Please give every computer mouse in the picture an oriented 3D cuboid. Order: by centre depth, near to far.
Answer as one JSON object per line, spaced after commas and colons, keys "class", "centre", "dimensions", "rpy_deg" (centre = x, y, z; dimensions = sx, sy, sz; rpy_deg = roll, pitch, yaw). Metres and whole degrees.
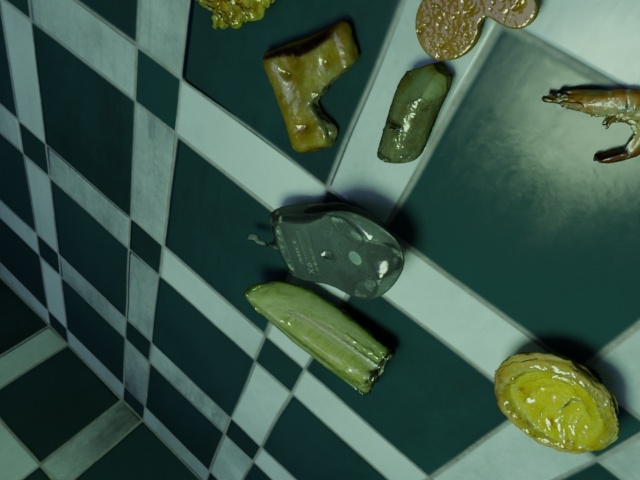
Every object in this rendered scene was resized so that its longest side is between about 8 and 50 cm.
{"class": "computer mouse", "centre": [0.000, 0.000, 0.889], "dimensions": [0.379, 0.090, 0.167], "rpy_deg": [8, 122, 43]}

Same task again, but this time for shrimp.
{"class": "shrimp", "centre": [0.318, -0.138, 0.572], "dimensions": [0.127, 0.025, 0.091], "rpy_deg": [23, 132, 23]}

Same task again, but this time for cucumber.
{"class": "cucumber", "centre": [-0.004, 0.178, 1.002], "dimensions": [0.325, 0.105, 0.145], "rpy_deg": [30, 160, 21]}

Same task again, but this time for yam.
{"class": "yam", "centre": [0.126, -0.173, 0.678], "dimensions": [0.069, 0.069, 0.146], "rpy_deg": [33, 135, 19]}

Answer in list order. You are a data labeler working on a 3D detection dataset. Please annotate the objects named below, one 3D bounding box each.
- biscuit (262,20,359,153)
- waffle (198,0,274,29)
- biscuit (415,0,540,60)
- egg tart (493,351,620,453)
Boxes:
{"class": "biscuit", "centre": [-0.004, -0.229, 0.773], "dimensions": [0.174, 0.039, 0.183], "rpy_deg": [0, 118, 38]}
{"class": "waffle", "centre": [-0.157, -0.419, 0.692], "dimensions": [0.237, 0.059, 0.243], "rpy_deg": [17, 152, 47]}
{"class": "biscuit", "centre": [0.194, -0.312, 0.552], "dimensions": [0.158, 0.035, 0.240], "rpy_deg": [48, 136, 8]}
{"class": "egg tart", "centre": [0.359, 0.238, 0.752], "dimensions": [0.191, 0.074, 0.191], "rpy_deg": [22, 130, 28]}
